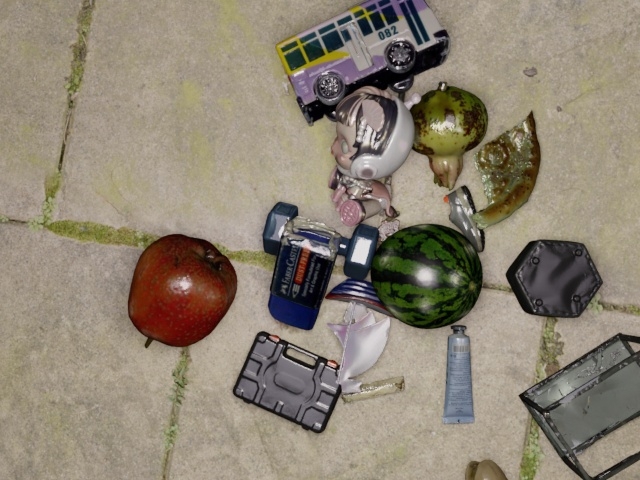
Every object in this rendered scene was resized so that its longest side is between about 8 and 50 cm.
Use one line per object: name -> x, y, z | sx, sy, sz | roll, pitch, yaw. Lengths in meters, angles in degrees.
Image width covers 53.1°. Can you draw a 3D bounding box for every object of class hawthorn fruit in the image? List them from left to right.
hawthorn fruit -> -0.397, 0.163, 1.768 | 0.285, 0.285, 0.368 | 33, 108, 6

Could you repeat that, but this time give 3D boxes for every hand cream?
hand cream -> 0.383, 0.373, 1.782 | 0.091, 0.058, 0.271 | 0, 90, -7

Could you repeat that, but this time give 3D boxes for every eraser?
eraser -> -0.052, 0.093, 1.718 | 0.155, 0.101, 0.332 | 19, 131, 4

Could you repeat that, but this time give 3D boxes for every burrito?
burrito -> 0.148, 0.420, 1.806 | 0.186, 0.041, 0.045 | -12, 127, 3

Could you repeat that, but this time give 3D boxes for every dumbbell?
dumbbell -> 0.000, 0.000, 1.795 | 0.317, 0.156, 0.143 | 16, 57, 5

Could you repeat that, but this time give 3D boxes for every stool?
stool -> 0.630, 0.103, 1.733 | 0.233, 0.141, 0.232 | 0, 86, 4

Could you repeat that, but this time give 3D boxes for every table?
table -> 0.736, 0.420, 1.637 | 0.335, 0.272, 0.222 | -33, 84, 2

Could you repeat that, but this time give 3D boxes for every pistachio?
pistachio -> 0.468, 0.700, 1.721 | 0.136, 0.136, 0.225 | -24, 77, 3

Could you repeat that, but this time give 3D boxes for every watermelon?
watermelon -> 0.284, 0.092, 1.698 | 0.286, 0.285, 0.284 | 0, 86, 5

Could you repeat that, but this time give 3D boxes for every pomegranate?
pomegranate -> 0.338, -0.283, 1.752 | 0.222, 0.204, 0.276 | 4, 84, 24

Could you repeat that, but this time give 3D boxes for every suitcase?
suitcase -> -0.085, 0.399, 1.812 | 0.286, 0.066, 0.206 | 23, 88, 6

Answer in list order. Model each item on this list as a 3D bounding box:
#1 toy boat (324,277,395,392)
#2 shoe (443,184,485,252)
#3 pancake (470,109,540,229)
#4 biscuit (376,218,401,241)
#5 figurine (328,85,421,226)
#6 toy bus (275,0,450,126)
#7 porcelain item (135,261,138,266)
toy boat -> 0.130, 0.255, 1.780 | 0.219, 0.072, 0.318 | -8, 76, -5
shoe -> 0.406, -0.055, 1.807 | 0.077, 0.074, 0.194 | -19, 85, 23
pancake -> 0.516, -0.200, 1.777 | 0.198, 0.054, 0.376 | 22, 77, -6
biscuit -> 0.202, -0.017, 1.842 | 0.082, 0.016, 0.092 | -29, 85, -3
figurine -> 0.129, -0.235, 1.714 | 0.211, 0.253, 0.361 | -10, 127, -23
toy bus -> 0.117, -0.522, 1.790 | 0.440, 0.209, 0.249 | -24, 82, 5
porcelain item -> -0.475, 0.096, 1.890 | 0.136, 0.021, 0.075 | 44, 86, 6
